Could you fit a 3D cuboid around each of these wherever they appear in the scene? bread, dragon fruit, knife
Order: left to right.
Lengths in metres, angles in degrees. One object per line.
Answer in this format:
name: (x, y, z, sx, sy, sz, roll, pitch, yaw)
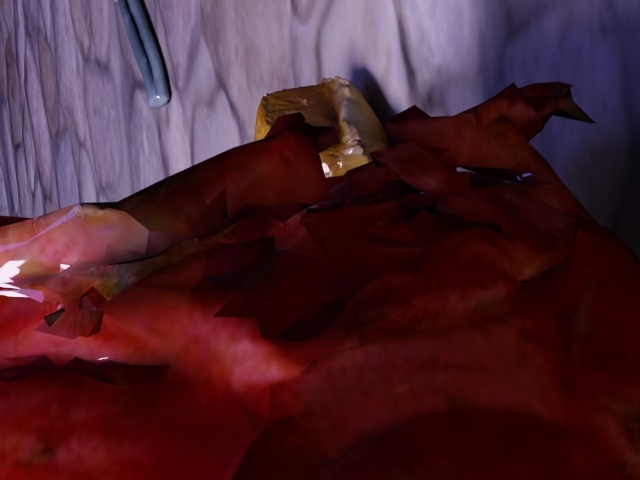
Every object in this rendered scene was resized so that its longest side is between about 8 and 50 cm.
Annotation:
knife: (-0.127, -0.162, 1.174, 0.028, 0.015, 0.210, 94, 161, -50)
dragon fruit: (-0.020, 0.105, 0.483, 0.295, 0.295, 0.302, 117, 143, -62)
bread: (0.000, 0.000, 0.762, 0.074, 0.053, 0.132, -116, 24, -56)
